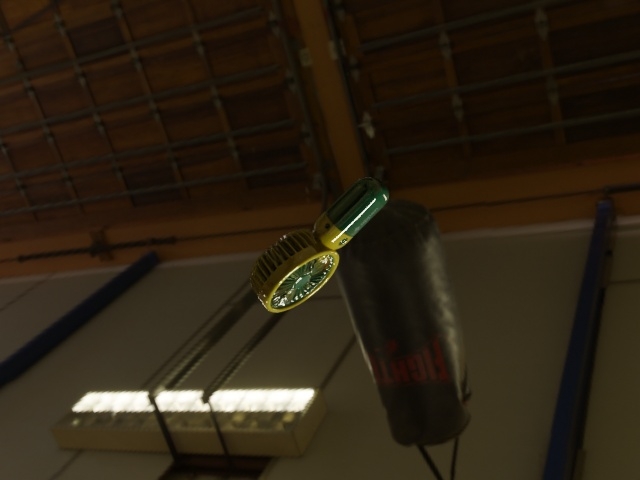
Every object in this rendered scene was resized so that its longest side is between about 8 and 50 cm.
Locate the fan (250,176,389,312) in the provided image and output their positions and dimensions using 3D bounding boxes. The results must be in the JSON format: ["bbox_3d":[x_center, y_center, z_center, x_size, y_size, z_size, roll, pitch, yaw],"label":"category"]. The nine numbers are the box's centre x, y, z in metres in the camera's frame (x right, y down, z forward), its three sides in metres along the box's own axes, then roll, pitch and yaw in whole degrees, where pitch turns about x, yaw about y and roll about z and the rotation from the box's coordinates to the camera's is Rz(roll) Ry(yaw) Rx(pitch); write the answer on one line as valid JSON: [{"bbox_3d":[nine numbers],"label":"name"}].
[{"bbox_3d":[0.000,0.000,0.654,0.155,0.039,0.082,-44,157,12],"label":"fan"}]
